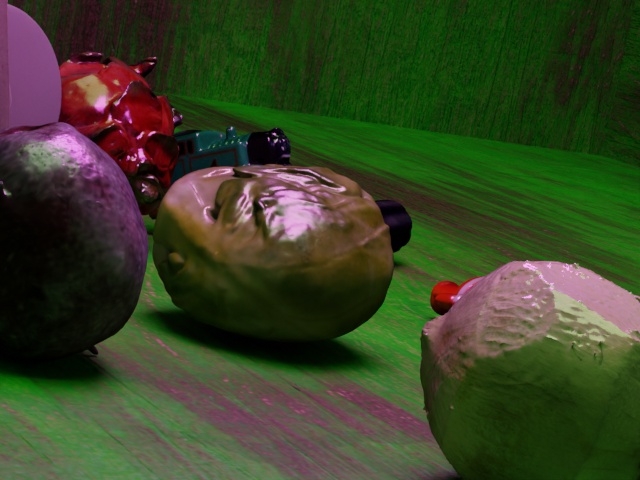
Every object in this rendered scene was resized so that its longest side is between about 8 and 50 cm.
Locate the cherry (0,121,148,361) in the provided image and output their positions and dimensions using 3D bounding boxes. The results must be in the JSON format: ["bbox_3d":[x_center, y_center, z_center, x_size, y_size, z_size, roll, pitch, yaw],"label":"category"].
[{"bbox_3d":[-0.225,-0.002,1.514,0.195,0.195,0.195,11,9,-2],"label":"cherry"}]

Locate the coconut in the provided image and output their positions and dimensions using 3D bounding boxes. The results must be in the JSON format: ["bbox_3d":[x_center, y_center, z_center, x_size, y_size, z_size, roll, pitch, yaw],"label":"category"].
[{"bbox_3d":[0.159,0.102,1.358,0.194,0.194,0.194,11,9,-2],"label":"coconut"}]

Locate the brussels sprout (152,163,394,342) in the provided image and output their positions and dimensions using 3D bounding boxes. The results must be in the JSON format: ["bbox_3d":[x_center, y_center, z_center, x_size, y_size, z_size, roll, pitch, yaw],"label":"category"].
[{"bbox_3d":[-0.042,0.018,1.742,0.223,0.161,0.223,-1,29,1],"label":"brussels sprout"}]

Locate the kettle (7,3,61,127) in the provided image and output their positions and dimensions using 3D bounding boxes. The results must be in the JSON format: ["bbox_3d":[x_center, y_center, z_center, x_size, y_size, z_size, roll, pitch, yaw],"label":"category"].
[{"bbox_3d":[-0.451,-0.192,2.060,0.318,0.265,0.205,7,-12,39],"label":"kettle"}]

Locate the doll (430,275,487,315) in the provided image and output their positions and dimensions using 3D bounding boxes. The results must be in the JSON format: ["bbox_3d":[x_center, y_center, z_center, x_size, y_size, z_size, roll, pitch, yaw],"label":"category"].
[{"bbox_3d":[0.207,0.076,1.927,0.142,0.076,0.245,5,6,-28],"label":"doll"}]

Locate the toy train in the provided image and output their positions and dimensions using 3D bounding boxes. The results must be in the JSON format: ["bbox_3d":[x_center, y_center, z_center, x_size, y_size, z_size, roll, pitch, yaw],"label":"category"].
[{"bbox_3d":[-0.105,-0.068,2.187,0.228,0.136,0.091,-13,-5,32],"label":"toy train"}]

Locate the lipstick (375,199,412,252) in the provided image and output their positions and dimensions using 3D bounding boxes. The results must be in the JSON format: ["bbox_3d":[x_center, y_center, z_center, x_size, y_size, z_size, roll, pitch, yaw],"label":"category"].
[{"bbox_3d":[0.000,0.000,2.153,0.077,0.077,0.418,14,11,22],"label":"lipstick"}]

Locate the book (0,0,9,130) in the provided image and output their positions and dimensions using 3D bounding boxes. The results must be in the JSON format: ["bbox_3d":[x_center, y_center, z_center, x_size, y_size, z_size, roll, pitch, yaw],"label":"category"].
[{"bbox_3d":[-0.356,-0.105,1.713,0.025,0.282,0.215,0,3,33],"label":"book"}]

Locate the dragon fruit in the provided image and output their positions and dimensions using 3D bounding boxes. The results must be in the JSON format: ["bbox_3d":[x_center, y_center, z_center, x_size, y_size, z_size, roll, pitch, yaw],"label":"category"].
[{"bbox_3d":[-0.259,-0.111,2.147,0.193,0.192,0.274,-1,26,-31],"label":"dragon fruit"}]
